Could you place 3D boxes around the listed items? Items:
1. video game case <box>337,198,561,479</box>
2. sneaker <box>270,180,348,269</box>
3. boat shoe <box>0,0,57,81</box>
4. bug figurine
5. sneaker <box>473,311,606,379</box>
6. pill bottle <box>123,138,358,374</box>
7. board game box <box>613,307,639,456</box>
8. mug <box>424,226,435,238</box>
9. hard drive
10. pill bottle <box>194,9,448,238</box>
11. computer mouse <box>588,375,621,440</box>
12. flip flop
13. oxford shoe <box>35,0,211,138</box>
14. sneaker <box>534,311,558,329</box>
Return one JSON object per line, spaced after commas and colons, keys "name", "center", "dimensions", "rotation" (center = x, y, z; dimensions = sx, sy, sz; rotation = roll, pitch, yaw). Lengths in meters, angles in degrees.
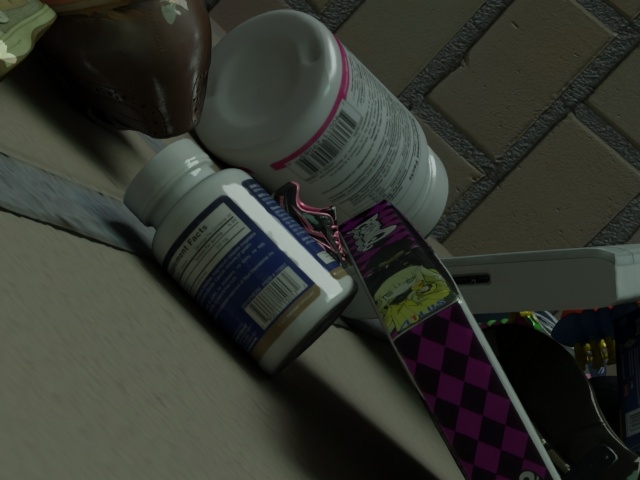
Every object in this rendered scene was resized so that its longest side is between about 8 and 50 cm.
{"name": "video game case", "center": [0.088, 0.104, 0.646], "dimensions": [0.232, 0.042, 0.210], "rotation": [61, 2, -15]}
{"name": "sneaker", "center": [0.000, 0.000, 1.009], "dimensions": [0.119, 0.057, 0.047], "rotation": [44, 4, -7]}
{"name": "boat shoe", "center": [-0.176, -0.110, 0.639], "dimensions": [0.048, 0.056, 0.153], "rotation": [47, 12, -18]}
{"name": "bug figurine", "center": [0.242, 0.092, 1.274], "dimensions": [0.279, 0.216, 0.072], "rotation": [-3, 79, -77]}
{"name": "sneaker", "center": [0.308, 0.175, 1.455], "dimensions": [0.319, 0.131, 0.112], "rotation": [43, 6, -12]}
{"name": "pill bottle", "center": [-0.044, 0.006, 0.638], "dimensions": [0.120, 0.067, 0.067], "rotation": [45, 6, 9]}
{"name": "board game box", "center": [0.320, 0.177, 1.035], "dimensions": [0.194, 0.060, 0.194], "rotation": [53, 25, -18]}
{"name": "mug", "center": [0.056, -0.046, 1.439], "dimensions": [0.097, 0.158, 0.129], "rotation": [19, 53, -72]}
{"name": "hard drive", "center": [0.207, 0.030, 1.050], "dimensions": [0.353, 0.233, 0.047], "rotation": [-1, 86, -56]}
{"name": "pill bottle", "center": [0.011, -0.096, 1.244], "dimensions": [0.160, 0.160, 0.283], "rotation": [48, 7, 37]}
{"name": "computer mouse", "center": [0.325, 0.228, 1.137], "dimensions": [0.188, 0.072, 0.272], "rotation": [36, 27, -41]}
{"name": "flip flop", "center": [0.189, 0.172, 0.920], "dimensions": [0.277, 0.112, 0.080], "rotation": [45, -20, 33]}
{"name": "oxford shoe", "center": [-0.154, -0.142, 0.869], "dimensions": [0.364, 0.130, 0.132], "rotation": [-139, -147, -72]}
{"name": "sneaker", "center": [0.271, 0.134, 1.647], "dimensions": [0.153, 0.099, 0.282], "rotation": [41, 9, -38]}
